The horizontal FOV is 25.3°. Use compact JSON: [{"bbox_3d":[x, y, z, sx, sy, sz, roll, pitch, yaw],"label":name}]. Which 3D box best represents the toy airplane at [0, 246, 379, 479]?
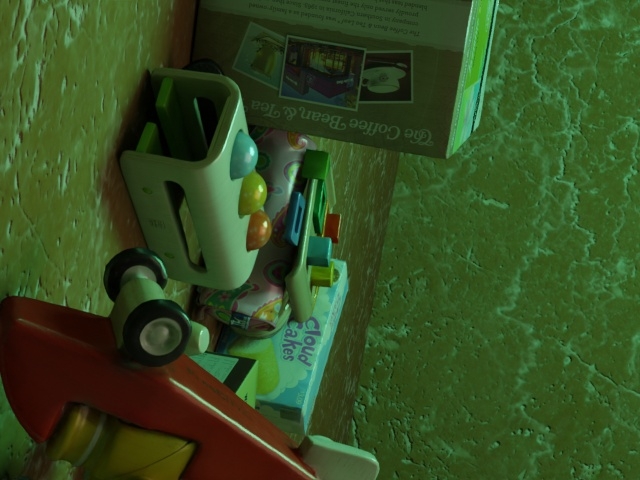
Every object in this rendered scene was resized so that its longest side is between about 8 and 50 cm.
[{"bbox_3d":[-0.130,0.224,1.344,0.272,0.384,0.386,-45,163,4],"label":"toy airplane"}]

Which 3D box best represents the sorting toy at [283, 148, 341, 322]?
[{"bbox_3d":[0.000,0.000,1.970,0.347,0.047,0.196,81,20,-66],"label":"sorting toy"}]

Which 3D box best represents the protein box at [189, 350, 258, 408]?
[{"bbox_3d":[-0.171,0.257,1.697,0.201,0.136,0.199,-55,153,-65],"label":"protein box"}]

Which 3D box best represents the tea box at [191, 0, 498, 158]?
[{"bbox_3d":[0.041,-0.254,1.807,0.323,0.329,0.220,-47,147,-72],"label":"tea box"}]

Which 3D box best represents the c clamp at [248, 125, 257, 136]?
[{"bbox_3d":[-0.125,-0.122,1.817,0.137,0.022,0.161,-57,170,6],"label":"c clamp"}]

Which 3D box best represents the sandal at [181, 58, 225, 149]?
[{"bbox_3d":[-0.138,-0.152,1.681,0.179,0.067,0.040,89,4,-52],"label":"sandal"}]

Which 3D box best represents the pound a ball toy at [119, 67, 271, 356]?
[{"bbox_3d":[-0.135,-0.016,1.630,0.319,0.136,0.208,82,21,-59],"label":"pound a ball toy"}]

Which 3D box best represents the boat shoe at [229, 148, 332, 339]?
[{"bbox_3d":[-0.060,-0.016,2.094,0.116,0.123,0.324,77,23,-60],"label":"boat shoe"}]

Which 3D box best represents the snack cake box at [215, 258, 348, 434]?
[{"bbox_3d":[-0.063,0.145,2.134,0.089,0.152,0.264,86,17,-55],"label":"snack cake box"}]

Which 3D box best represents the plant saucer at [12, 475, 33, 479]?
[{"bbox_3d":[-0.305,0.306,1.292,0.195,0.037,0.195,11,90,-79],"label":"plant saucer"}]

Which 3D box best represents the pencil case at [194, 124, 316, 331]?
[{"bbox_3d":[-0.089,-0.016,1.943,0.124,0.124,0.284,52,50,-76],"label":"pencil case"}]
